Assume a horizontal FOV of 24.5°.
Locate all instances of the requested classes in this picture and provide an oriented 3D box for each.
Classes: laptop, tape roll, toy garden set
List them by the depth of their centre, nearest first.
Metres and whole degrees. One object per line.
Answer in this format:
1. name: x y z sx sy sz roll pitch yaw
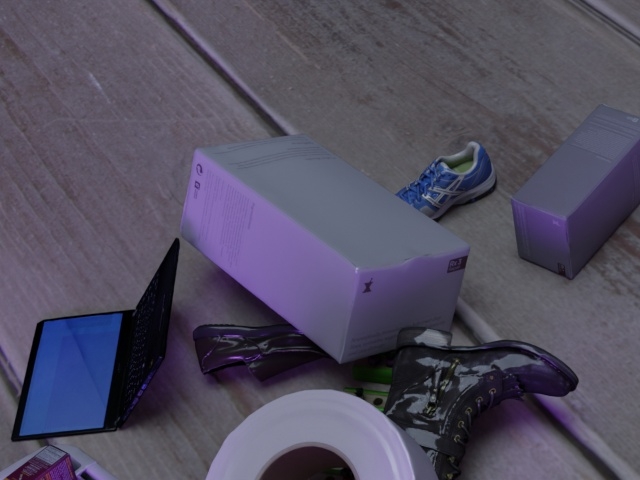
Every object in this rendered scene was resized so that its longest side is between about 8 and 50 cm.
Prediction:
1. tape roll: 0.000 0.326 1.755 0.286 0.100 0.286 -11 62 21
2. toy garden set: 0.110 0.239 1.926 0.204 0.049 0.244 5 46 20
3. laptop: -0.316 0.139 2.087 0.136 0.264 0.234 20 42 -17

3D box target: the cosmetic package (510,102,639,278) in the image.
1. cosmetic package: 0.383 -0.072 2.121 0.107 0.127 0.238 28 56 36

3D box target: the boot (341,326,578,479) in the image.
1. boot: 0.177 0.236 1.849 0.263 0.091 0.229 8 61 16

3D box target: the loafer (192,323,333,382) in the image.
1. loafer: -0.071 0.160 2.055 0.220 0.080 0.078 0 77 14

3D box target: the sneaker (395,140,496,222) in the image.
1. sneaker: 0.166 -0.080 2.223 0.211 0.081 0.080 -31 47 -14

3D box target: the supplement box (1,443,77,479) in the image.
1. supplement box: -0.354 0.307 1.864 0.043 0.055 0.083 17 41 39

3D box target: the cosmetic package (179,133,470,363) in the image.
1. cosmetic package: 0.000 0.000 2.081 0.217 0.156 0.385 -10 35 -37

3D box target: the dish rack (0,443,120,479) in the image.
1. dish rack: -0.344 0.404 1.825 0.285 0.072 0.333 -31 36 -30
